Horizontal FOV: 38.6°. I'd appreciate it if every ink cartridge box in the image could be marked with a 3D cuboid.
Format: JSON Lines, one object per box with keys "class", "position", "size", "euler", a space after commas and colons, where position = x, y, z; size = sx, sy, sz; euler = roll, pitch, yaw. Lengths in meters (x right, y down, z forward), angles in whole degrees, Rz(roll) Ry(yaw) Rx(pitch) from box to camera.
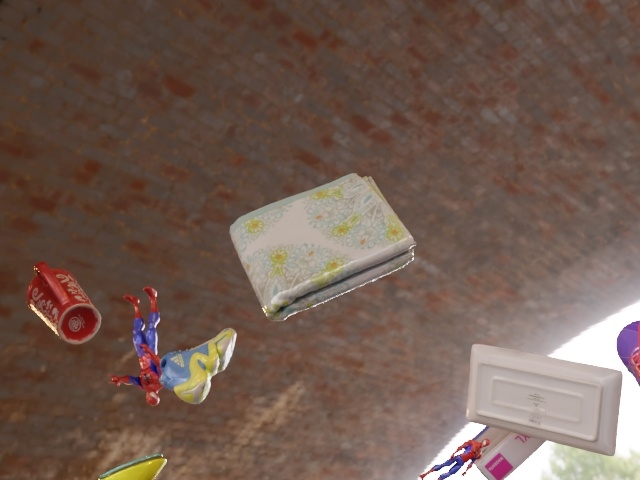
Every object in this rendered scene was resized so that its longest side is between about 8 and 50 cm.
{"class": "ink cartridge box", "position": [0.374, 0.383, 1.793], "size": [0.186, 0.065, 0.311], "euler": [-42, -6, -2]}

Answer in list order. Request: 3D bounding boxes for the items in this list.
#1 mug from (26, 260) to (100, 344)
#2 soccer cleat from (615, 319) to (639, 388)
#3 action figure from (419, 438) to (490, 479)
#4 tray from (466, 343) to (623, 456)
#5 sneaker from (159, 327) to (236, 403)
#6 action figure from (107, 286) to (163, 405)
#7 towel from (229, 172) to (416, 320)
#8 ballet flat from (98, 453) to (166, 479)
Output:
{"class": "mug", "position": [-0.544, 0.133, 1.901], "size": [0.150, 0.169, 0.113], "euler": [39, -94, -40]}
{"class": "soccer cleat", "position": [0.507, 0.208, 1.312], "size": [0.116, 0.318, 0.109], "euler": [10, -66, -23]}
{"class": "action figure", "position": [0.200, 0.326, 1.339], "size": [0.115, 0.038, 0.030], "euler": [-35, 5, -3]}
{"class": "tray", "position": [0.369, 0.268, 1.550], "size": [0.270, 0.145, 0.030], "euler": [7, 7, 35]}
{"class": "sneaker", "position": [-0.273, 0.253, 1.996], "size": [0.126, 0.240, 0.091], "euler": [19, -61, 8]}
{"class": "action figure", "position": [-0.419, 0.239, 2.093], "size": [0.091, 0.280, 0.139], "euler": [-23, -25, 19]}
{"class": "towel", "position": [0.000, 0.000, 2.110], "size": [0.374, 0.320, 0.090], "euler": [-24, -51, -6]}
{"class": "ballet flat", "position": [-0.347, 0.404, 1.433], "size": [0.230, 0.077, 0.077], "euler": [-15, -21, -9]}
